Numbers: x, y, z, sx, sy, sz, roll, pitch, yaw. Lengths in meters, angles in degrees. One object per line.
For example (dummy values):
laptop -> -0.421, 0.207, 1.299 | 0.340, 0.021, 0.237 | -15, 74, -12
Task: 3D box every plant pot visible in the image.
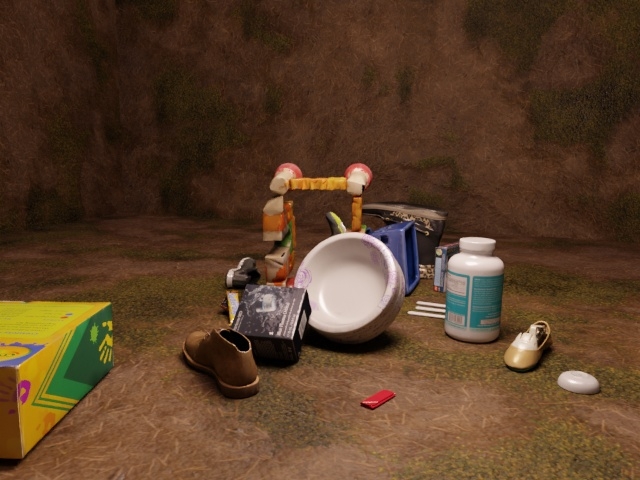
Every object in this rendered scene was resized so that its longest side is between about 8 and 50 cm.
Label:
plant pot -> 0.229, 0.060, 1.973 | 0.212, 0.235, 0.236 | -3, 7, 20

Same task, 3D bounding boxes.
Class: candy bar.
candy bar -> -0.251, 0.197, 1.588 | 0.040, 0.018, 0.161 | -2, 32, -13

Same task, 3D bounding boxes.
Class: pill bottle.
pill bottle -> 0.412, 0.128, 1.463 | 0.146, 0.264, 0.146 | 2, 10, 0

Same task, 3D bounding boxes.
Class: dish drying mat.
dish drying mat -> 0.115, 0.315, 1.090 | 0.032, 0.008, 0.083 | 8, 12, 39

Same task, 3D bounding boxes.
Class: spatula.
spatula -> 0.397, 0.217, 1.671 | 0.242, 0.019, 0.168 | 6, 11, 23

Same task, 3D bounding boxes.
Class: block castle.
block castle -> 0.000, 0.000, 1.647 | 0.303, 0.453, 0.213 | 1, 17, 7

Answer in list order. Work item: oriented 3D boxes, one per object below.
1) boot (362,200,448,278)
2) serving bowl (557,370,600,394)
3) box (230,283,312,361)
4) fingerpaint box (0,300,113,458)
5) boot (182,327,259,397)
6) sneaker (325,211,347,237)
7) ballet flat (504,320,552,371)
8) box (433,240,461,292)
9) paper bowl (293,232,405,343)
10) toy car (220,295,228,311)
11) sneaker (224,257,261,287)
boot -> 0.321, -0.010, 2.197 | 0.378, 0.284, 0.138 | 9, 13, 32
serving bowl -> 0.554, 0.300, 1.174 | 0.083, 0.027, 0.083 | 0, 10, 0
box -> -0.117, 0.195, 1.315 | 0.158, 0.093, 0.156 | 3, 45, 13
fingerpaint box -> -0.672, 0.235, 1.013 | 0.445, 0.163, 0.371 | 1, 9, 0
boot -> -0.222, 0.235, 1.212 | 0.112, 0.115, 0.305 | -7, 12, -33
sneaker -> 0.056, 0.049, 1.858 | 0.121, 0.299, 0.111 | -15, -7, 4
ballet flat -> 0.505, 0.249, 1.333 | 0.080, 0.073, 0.232 | 7, 12, 34
box -> 0.490, 0.090, 2.006 | 0.044, 0.159, 0.233 | 9, 12, 38
paper bowl -> 0.083, 0.133, 1.443 | 0.284, 0.284, 0.148 | 6, -24, 27
toy car -> -0.242, 0.203, 1.652 | 0.122, 0.040, 0.060 | 13, 31, -12
sneaker -> -0.260, 0.122, 1.997 | 0.106, 0.078, 0.234 | 6, 14, 11
